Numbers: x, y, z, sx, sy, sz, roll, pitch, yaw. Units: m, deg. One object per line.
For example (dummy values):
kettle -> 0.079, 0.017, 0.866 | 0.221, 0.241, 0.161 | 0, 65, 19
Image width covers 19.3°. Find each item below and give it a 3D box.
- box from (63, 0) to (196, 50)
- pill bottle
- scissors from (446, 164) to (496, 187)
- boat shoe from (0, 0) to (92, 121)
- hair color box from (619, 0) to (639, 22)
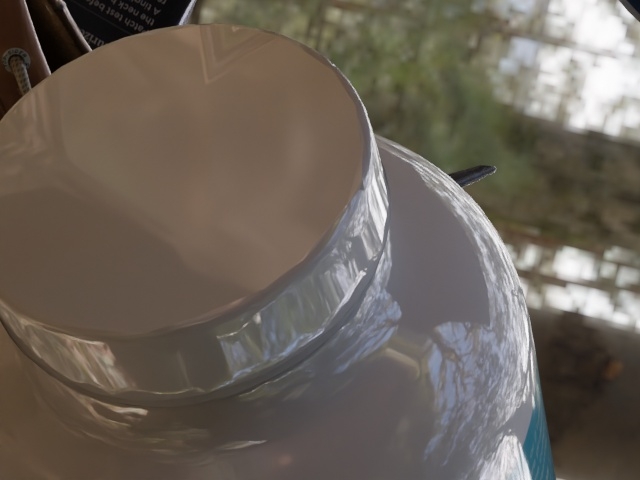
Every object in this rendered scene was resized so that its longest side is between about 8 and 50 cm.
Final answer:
box -> -0.211, -0.095, 1.176 | 0.294, 0.182, 0.296 | -58, -171, 13
pill bottle -> -0.009, 0.068, 0.502 | 0.264, 0.146, 0.146 | 75, 25, -48
scissors -> 0.000, 0.000, 1.306 | 0.109, 0.297, 0.021 | -115, -156, -47
boat shoe -> -0.096, -0.009, 0.854 | 0.324, 0.116, 0.123 | 49, 22, -48
hair color box -> 0.196, -0.189, 0.468 | 0.105, 0.347, 0.174 | 72, -9, -45
